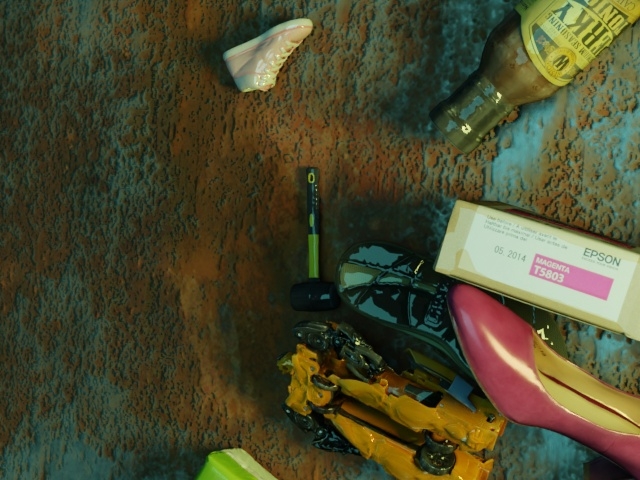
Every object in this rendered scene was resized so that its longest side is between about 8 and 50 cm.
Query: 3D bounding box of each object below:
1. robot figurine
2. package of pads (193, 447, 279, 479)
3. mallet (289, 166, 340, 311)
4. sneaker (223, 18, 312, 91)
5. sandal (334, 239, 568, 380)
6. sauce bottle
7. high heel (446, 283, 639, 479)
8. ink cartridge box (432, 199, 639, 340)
[{"bbox_3d":[0.079,0.202,1.276,0.291,0.085,0.211,26,130,20],"label":"robot figurine"},{"bbox_3d":[-0.077,0.447,1.355,0.296,0.101,0.229,36,102,19],"label":"package of pads"},{"bbox_3d":[0.000,0.000,1.354,0.062,0.039,0.189,5,89,23],"label":"mallet"},{"bbox_3d":[-0.061,-0.237,1.365,0.134,0.051,0.070,-21,85,24],"label":"sneaker"},{"bbox_3d":[0.161,0.089,1.257,0.303,0.086,0.120,30,83,8],"label":"sandal"},{"bbox_3d":[0.271,-0.239,1.199,0.344,0.111,0.111,-46,75,18],"label":"sauce bottle"},{"bbox_3d":[0.302,0.154,1.131,0.181,0.127,0.377,-33,114,27],"label":"high heel"},{"bbox_3d":[0.268,0.027,1.158,0.235,0.193,0.088,20,98,20],"label":"ink cartridge box"}]
